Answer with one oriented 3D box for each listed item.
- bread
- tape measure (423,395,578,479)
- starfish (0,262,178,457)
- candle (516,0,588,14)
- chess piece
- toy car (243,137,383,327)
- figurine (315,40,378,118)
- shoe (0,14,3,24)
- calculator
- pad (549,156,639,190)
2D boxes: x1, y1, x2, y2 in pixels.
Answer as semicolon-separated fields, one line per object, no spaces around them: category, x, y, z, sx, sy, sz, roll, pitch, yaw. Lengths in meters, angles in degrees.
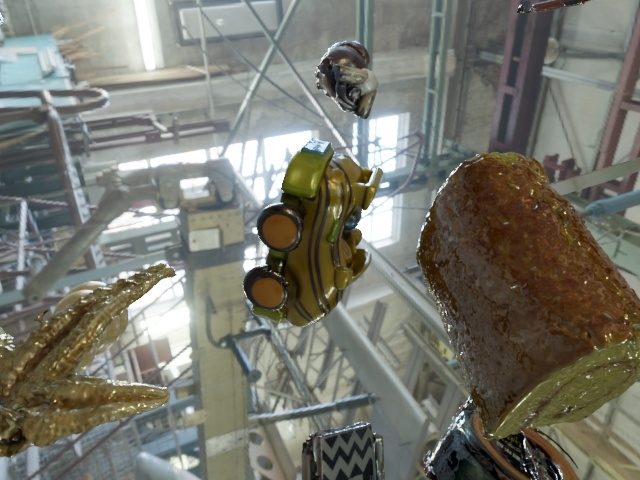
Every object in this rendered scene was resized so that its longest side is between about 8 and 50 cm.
bread;0.143;0.034;0.369;0.132;0.103;0.172;106;-21;-45
tape measure;0.260;0.339;0.737;0.202;0.223;0.135;33;-74;17
starfish;-0.222;0.090;0.352;0.138;0.247;0.050;-110;-172;-47
candle;0.449;-0.456;0.992;0.167;0.026;0.021;18;-29;54
chess piece;-0.461;0.182;0.942;0.261;0.143;0.142;-92;173;-75
toy car;0.000;0.000;0.676;0.200;0.142;0.248;-65;171;-62
figurine;0.059;-0.386;1.186;0.222;0.145;0.145;-118;-156;-50
shoe;-0.507;-0.315;0.704;0.169;0.099;0.071;46;-9;40
calculator;0.032;0.365;0.610;0.028;0.166;0.274;-9;-107;33
pad;0.355;-0.080;0.671;0.176;0.266;0.002;123;-50;-79
